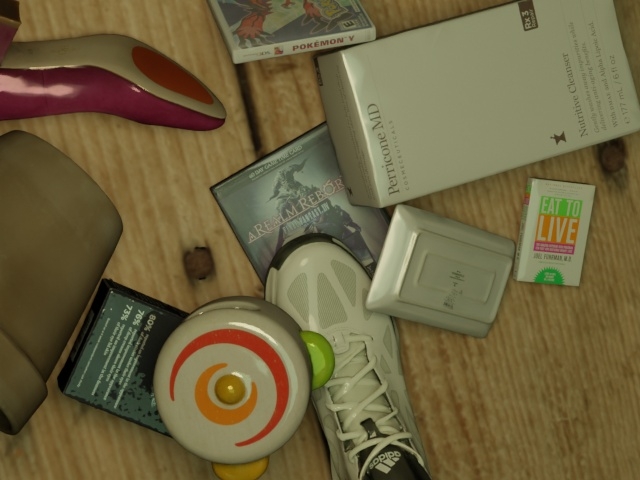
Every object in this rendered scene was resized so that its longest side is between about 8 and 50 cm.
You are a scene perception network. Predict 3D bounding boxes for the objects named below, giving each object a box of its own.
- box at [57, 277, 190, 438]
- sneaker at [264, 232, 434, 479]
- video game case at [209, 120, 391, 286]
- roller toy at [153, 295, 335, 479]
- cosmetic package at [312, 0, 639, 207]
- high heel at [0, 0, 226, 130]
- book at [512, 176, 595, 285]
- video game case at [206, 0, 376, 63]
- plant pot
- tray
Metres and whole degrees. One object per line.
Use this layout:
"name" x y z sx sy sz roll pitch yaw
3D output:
"box" -0.216 0.160 1.922 0.207 0.108 0.153 25 90 -14
"sneaker" 0.073 0.212 1.897 0.169 0.257 0.448 -22 106 -11
"video game case" 0.000 0.000 1.998 0.196 0.026 0.274 -30 102 -8
"roller toy" -0.106 0.171 1.799 0.191 0.146 0.209 36 97 -1
"cosmetic package" 0.204 -0.194 1.946 0.384 0.156 0.217 -19 98 -15
"high heel" -0.317 -0.179 1.888 0.377 0.127 0.181 22 119 -18
"book" 0.324 -0.012 2.063 0.096 0.035 0.144 5 97 -18
"video game case" -0.045 -0.299 1.877 0.183 0.201 0.023 -11 131 -11
"plant pot" -0.400 0.026 1.788 0.323 0.323 0.280 44 70 -13
"tray" 0.172 0.047 1.966 0.270 0.030 0.145 16 93 -47
